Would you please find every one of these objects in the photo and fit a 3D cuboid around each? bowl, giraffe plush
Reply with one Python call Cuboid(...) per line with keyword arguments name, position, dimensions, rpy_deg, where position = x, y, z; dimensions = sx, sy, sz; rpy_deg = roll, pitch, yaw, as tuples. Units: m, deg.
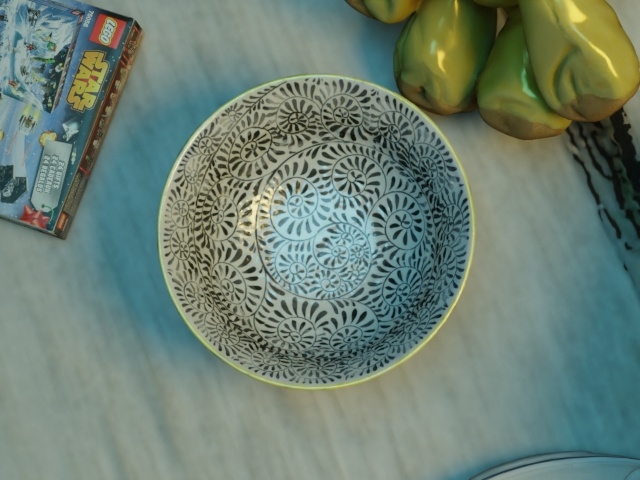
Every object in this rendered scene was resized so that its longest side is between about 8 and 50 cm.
Cuboid(name="bowl", position=(0.000, 0.000, 0.774), dimensions=(0.170, 0.080, 0.170), rpy_deg=(-1, 80, 4))
Cuboid(name="giraffe plush", position=(0.118, -0.182, 0.753), dimensions=(0.181, 0.210, 0.170), rpy_deg=(18, 54, 38))

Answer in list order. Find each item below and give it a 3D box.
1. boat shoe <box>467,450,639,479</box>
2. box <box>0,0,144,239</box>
Cuboid(name="boat shoe", position=(0.190, 0.156, 0.726), dimensions=(0.258, 0.084, 0.095), rpy_deg=(0, 80, 5))
Cuboid(name="box", position=(-0.172, -0.079, 0.830), dimensions=(0.094, 0.027, 0.137), rpy_deg=(19, 82, 9))
